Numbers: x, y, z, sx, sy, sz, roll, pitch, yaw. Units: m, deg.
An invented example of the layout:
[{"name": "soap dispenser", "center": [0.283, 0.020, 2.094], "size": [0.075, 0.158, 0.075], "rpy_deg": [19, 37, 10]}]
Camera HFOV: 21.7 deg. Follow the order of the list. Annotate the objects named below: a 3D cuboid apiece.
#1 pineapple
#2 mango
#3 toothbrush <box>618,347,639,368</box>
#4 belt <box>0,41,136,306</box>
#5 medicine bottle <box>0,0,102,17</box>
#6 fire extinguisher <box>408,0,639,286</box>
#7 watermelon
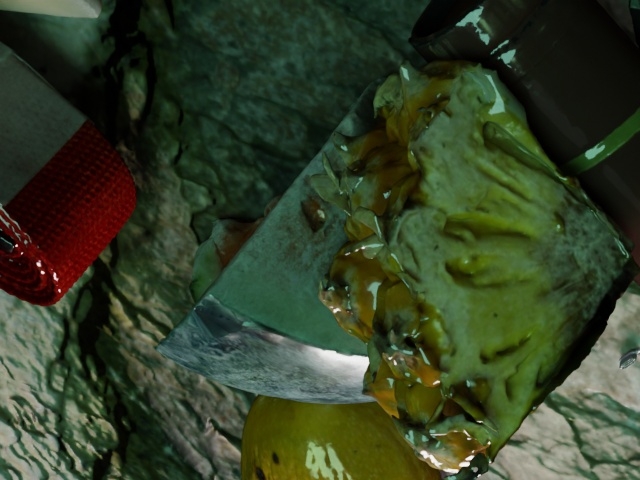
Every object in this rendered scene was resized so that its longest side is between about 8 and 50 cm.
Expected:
[{"name": "pineapple", "center": [0.087, 0.016, 0.946], "size": [0.114, 0.186, 0.236], "rpy_deg": [161, 103, -65]}, {"name": "mango", "center": [0.023, 0.201, 1.217], "size": [0.157, 0.109, 0.262], "rpy_deg": [2, 129, 32]}, {"name": "toothbrush", "center": [0.234, 0.061, 1.107], "size": [0.006, 0.008, 0.097], "rpy_deg": [36, 129, -19]}, {"name": "belt", "center": [-0.225, -0.061, 1.163], "size": [0.201, 0.124, 0.128], "rpy_deg": [40, 150, -2]}, {"name": "medicine bottle", "center": [-0.361, -0.204, 1.058], "size": [0.406, 0.236, 0.235], "rpy_deg": [8, 124, 19]}, {"name": "fire extinguisher", "center": [0.210, -0.040, 0.997], "size": [0.141, 0.105, 0.341], "rpy_deg": [-41, 106, 16]}, {"name": "watermelon", "center": [0.000, 0.000, 1.060], "size": [0.320, 0.289, 0.213], "rpy_deg": [7, 97, 34]}]
